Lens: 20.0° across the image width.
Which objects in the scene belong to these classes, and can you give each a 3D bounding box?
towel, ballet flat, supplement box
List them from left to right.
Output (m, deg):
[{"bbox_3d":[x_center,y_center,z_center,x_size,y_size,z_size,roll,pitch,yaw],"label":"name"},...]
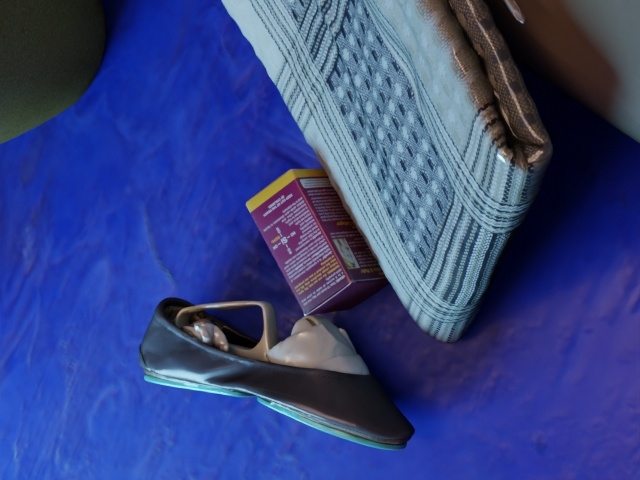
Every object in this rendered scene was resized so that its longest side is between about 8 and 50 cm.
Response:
[{"bbox_3d":[-0.029,0.076,1.142,0.203,0.074,0.074,13,98,32],"label":"ballet flat"},{"bbox_3d":[0.000,0.000,1.130,0.043,0.055,0.083,-36,73,27],"label":"supplement box"},{"bbox_3d":[0.014,-0.120,1.002,0.056,0.312,0.324,-24,75,-10],"label":"towel"}]

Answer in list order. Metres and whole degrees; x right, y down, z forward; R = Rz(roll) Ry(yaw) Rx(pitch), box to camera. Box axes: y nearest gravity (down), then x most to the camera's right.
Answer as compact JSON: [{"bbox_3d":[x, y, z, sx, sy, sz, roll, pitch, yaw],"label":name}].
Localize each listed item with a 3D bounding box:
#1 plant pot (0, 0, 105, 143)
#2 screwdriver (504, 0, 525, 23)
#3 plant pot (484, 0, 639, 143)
[{"bbox_3d":[-0.261,-0.144,1.164,0.237,0.254,0.237,1,92,30],"label":"plant pot"},{"bbox_3d":[0.064,-0.163,0.877,0.025,0.024,0.170,-25,55,-11],"label":"screwdriver"},{"bbox_3d":[0.213,-0.164,0.887,0.280,0.323,0.323,23,103,46],"label":"plant pot"}]
